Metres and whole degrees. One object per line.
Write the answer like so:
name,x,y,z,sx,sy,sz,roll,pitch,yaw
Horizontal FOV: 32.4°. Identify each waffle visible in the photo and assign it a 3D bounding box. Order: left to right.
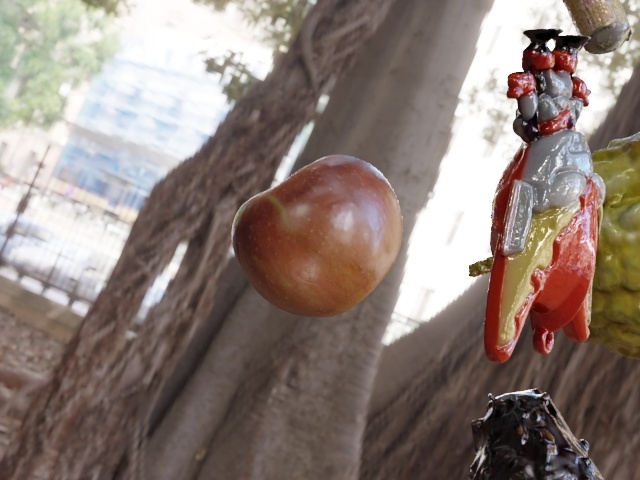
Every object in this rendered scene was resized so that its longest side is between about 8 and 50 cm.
waffle,0.202,0.027,1.276,0.078,0.016,0.085,-15,-7,-8

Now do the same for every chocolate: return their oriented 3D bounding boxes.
chocolate,0.206,0.211,1.076,0.156,0.133,0.156,-5,-30,-3

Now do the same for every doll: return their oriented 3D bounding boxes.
doll,0.118,-0.024,0.582,0.057,0.169,0.109,-3,0,37

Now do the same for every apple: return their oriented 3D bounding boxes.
apple,0.000,0.000,1.243,0.162,0.201,0.201,59,-5,-1

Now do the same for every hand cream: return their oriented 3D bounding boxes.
hand cream,0.239,-0.264,1.038,0.084,0.203,0.084,-11,-27,-6

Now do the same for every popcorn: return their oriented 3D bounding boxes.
popcorn,0.317,0.003,1.067,0.249,0.249,0.225,25,-13,-23
